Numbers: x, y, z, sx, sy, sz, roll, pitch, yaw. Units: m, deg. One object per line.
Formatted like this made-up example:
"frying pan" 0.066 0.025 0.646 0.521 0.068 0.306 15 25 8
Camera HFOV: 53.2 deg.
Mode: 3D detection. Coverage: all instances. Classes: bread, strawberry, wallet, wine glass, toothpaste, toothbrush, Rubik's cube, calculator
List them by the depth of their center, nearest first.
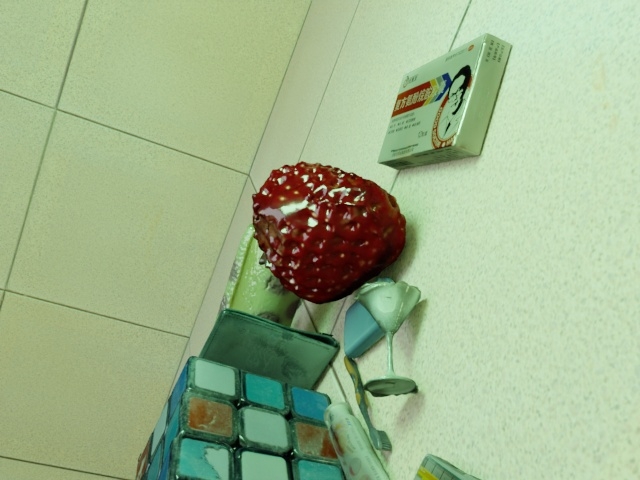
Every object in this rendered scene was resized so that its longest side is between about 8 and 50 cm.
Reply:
"wine glass" 0.123 0.174 1.116 0.122 0.122 0.183 131 147 -52
"toothpaste" 0.075 0.401 1.117 0.100 0.066 0.323 -63 23 14
"toothbrush" 0.081 0.304 1.242 0.321 0.031 0.023 -119 50 -67
"Rubik's cube" -0.172 0.498 1.294 0.359 0.363 0.362 -112 41 -62
"calculator" 0.098 0.160 1.317 0.210 0.039 0.121 127 155 -48
"strawberry" 0.037 -0.033 1.354 0.345 0.295 0.317 -15 94 42
"wallet" -0.132 0.279 1.502 0.054 0.290 0.251 -85 21 -54
"bread" -0.140 0.133 1.613 0.187 0.155 0.338 30 108 42

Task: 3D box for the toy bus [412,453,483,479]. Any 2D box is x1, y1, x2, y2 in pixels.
"toy bus" 0.183 0.341 0.844 0.072 0.057 0.172 -65 16 -9

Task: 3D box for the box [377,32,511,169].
"box" 0.234 -0.262 1.285 0.353 0.069 0.214 -172 100 -71

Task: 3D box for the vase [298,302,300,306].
"vase" -0.114 0.058 1.934 0.143 0.143 0.299 126 158 -46
